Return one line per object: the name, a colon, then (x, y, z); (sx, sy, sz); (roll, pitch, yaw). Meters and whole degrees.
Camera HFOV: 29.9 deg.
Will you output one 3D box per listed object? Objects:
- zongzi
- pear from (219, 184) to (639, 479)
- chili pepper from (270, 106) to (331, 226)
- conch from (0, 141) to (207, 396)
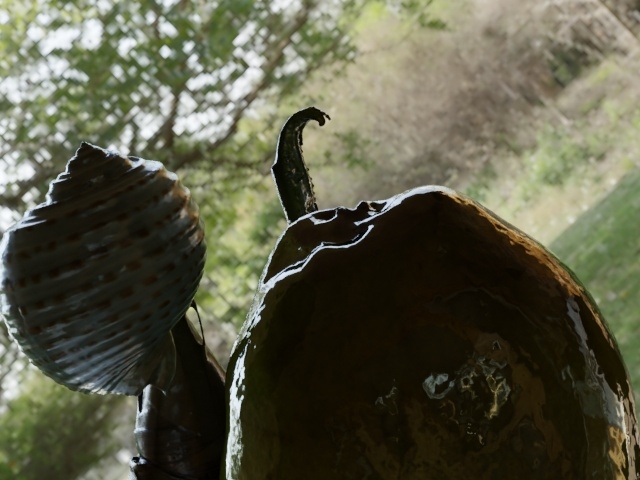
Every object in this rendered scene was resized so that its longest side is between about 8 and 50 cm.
zongzi: (-0.068, 0.172, 1.160); (0.260, 0.123, 0.289); (-3, -73, -47)
pear: (0.092, 0.163, 1.010); (0.351, 0.414, 0.352); (-15, -7, -2)
chili pepper: (0.000, 0.000, 1.629); (0.085, 0.359, 0.076); (5, 26, 42)
conch: (-0.168, 0.025, 0.930); (0.172, 0.200, 0.131); (-16, -12, -11)
